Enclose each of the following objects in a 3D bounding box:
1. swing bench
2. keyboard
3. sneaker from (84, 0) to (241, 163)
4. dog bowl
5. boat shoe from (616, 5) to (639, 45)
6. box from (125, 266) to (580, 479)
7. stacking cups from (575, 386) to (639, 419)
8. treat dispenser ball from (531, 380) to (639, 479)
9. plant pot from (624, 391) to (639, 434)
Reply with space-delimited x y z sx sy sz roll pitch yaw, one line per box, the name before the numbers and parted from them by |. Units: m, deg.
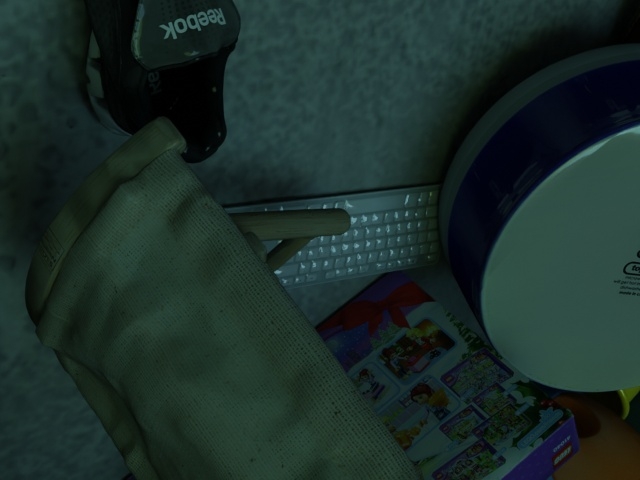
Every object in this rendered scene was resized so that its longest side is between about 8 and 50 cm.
swing bench | -0.019 0.100 0.590 0.165 0.253 0.254 -42 158 12
keyboard | 0.000 0.000 0.785 0.256 0.014 0.072 -8 124 -37
sneaker | -0.086 -0.137 0.540 0.078 0.106 0.234 -27 134 -24
dog bowl | 0.232 -0.011 0.820 0.265 0.104 0.265 -7 128 -9
boat shoe | 0.253 -0.091 0.877 0.095 0.095 0.257 -12 127 -27
box | 0.014 0.172 0.783 0.293 0.201 0.057 -37 139 -13
stacking cups | 0.356 0.045 1.041 0.316 0.096 0.096 -38 138 -23
treat dispenser ball | 0.171 0.266 0.922 0.288 0.288 0.288 -22 132 -27
plant pot | 0.353 0.293 1.138 0.293 0.235 0.293 -22 133 -27
